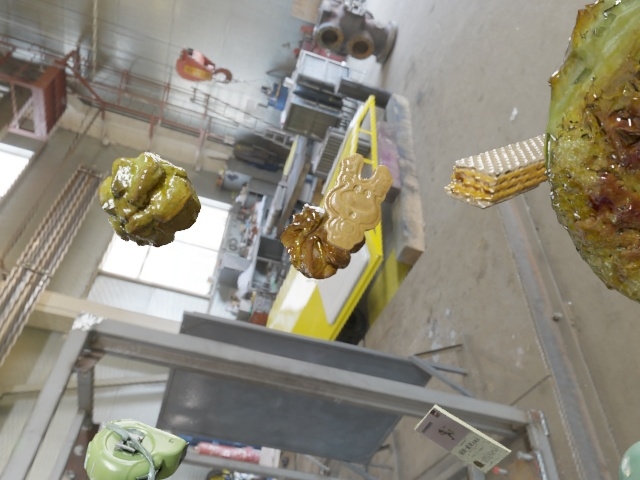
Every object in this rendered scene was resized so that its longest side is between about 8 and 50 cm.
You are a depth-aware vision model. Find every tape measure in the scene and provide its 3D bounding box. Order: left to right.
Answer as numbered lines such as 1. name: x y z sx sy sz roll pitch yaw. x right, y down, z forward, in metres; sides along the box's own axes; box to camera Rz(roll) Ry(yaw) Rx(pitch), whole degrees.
1. tape measure: -0.416 0.469 1.115 0.175 0.200 0.106 -48 -21 -73

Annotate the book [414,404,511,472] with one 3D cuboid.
1. book: 0.307 0.436 1.117 0.014 0.182 0.127 -51 -15 -41

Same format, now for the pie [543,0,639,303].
1. pie: 0.337 -0.064 0.406 0.288 0.354 0.103 -23 21 44

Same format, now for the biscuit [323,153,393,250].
1. biscuit: 0.081 -0.090 1.202 0.040 0.144 0.236 120 171 -71

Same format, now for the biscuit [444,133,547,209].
1. biscuit: 0.373 -0.138 0.875 0.094 0.379 0.054 30 132 50

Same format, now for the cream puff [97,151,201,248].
1. cream puff: -0.410 -0.091 1.213 0.196 0.244 0.244 -127 51 -62

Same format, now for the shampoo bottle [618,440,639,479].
1. shampoo bottle: 0.676 0.502 0.911 0.151 0.349 0.222 -31 14 34

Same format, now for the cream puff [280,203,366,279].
1. cream puff: 0.000 0.000 1.430 0.269 0.241 0.155 20 141 45
